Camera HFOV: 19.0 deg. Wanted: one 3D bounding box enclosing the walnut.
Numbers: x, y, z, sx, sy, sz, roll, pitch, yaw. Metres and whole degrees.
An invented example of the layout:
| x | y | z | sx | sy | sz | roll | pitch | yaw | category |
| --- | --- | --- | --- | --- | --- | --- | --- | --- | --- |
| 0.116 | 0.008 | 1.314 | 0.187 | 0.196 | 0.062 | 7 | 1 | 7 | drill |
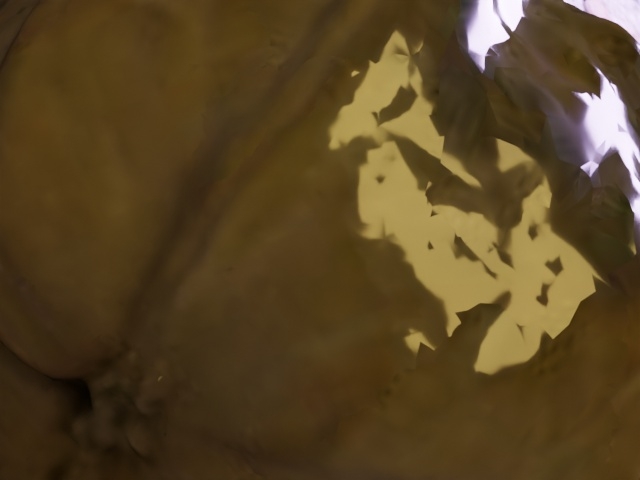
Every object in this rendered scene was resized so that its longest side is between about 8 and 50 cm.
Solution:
| x | y | z | sx | sy | sz | roll | pitch | yaw | category |
| --- | --- | --- | --- | --- | --- | --- | --- | --- | --- |
| -0.002 | -0.001 | 0.660 | 0.277 | 0.282 | 0.253 | -49 | 141 | -56 | walnut |
